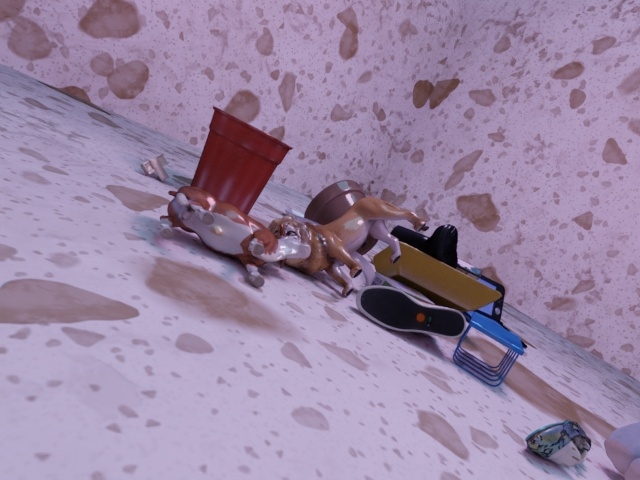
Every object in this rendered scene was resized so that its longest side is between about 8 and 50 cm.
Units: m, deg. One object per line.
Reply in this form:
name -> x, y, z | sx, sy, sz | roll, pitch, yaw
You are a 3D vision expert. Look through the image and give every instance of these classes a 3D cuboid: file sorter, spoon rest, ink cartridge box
file sorter -> 0.381, 0.248, 0.931 | 0.118, 0.104, 0.170 | 31, 10, 22
spoon rest -> 0.028, 0.038, 1.089 | 0.277, 0.084, 0.137 | 30, 48, 4
ink cartridge box -> 0.243, 0.165, 1.128 | 0.209, 0.062, 0.109 | 24, 8, -22

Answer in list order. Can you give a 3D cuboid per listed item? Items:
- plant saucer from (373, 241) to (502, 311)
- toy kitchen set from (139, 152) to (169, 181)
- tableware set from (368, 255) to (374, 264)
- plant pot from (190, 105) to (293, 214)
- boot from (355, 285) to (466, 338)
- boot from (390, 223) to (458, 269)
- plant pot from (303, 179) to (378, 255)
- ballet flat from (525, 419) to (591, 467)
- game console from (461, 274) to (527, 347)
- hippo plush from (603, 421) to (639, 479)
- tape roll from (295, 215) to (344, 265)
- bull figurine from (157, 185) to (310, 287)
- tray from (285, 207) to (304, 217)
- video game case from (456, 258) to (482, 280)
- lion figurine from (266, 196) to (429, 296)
plant saucer -> 0.328, 0.136, 1.256 | 0.333, 0.080, 0.332 | 27, -11, 1
toy kitchen set -> -0.493, -0.202, 1.188 | 0.068, 0.075, 0.083 | 62, 37, -19
tableware set -> 0.275, 0.115, 1.647 | 0.169, 0.020, 0.141 | 18, 13, -45
plant pot -> -0.268, -0.240, 1.280 | 0.273, 0.264, 0.272 | 27, 8, -4
boot -> 0.193, 0.170, 0.953 | 0.245, 0.088, 0.176 | 17, -9, -1
boot -> 0.299, 0.007, 1.207 | 0.207, 0.094, 0.246 | 25, -18, 31
plant pot -> 0.105, -0.061, 1.533 | 0.263, 0.263, 0.229 | 14, 33, -56
ballet flat -> 0.396, 0.331, 0.652 | 0.189, 0.070, 0.070 | 15, 15, -42
game console -> 0.658, 0.250, 1.553 | 0.293, 0.249, 0.173 | 24, -17, -25
hippo plush -> 0.652, 0.409, 0.671 | 0.236, 0.234, 0.294 | 57, 25, -3
tape roll -> 0.000, 0.000, 1.328 | 0.219, 0.072, 0.219 | 27, 10, -5
bull figurine -> -0.163, -0.007, 0.793 | 0.311, 0.101, 0.188 | 26, 11, -14
tray -> -0.028, -0.065, 1.751 | 0.271, 0.030, 0.145 | 28, 10, 2
video game case -> 0.388, 0.116, 1.420 | 0.275, 0.035, 0.248 | 28, -33, 13
lion figurine -> 0.070, -0.020, 1.019 | 0.392, 0.142, 0.240 | -27, 59, -30
